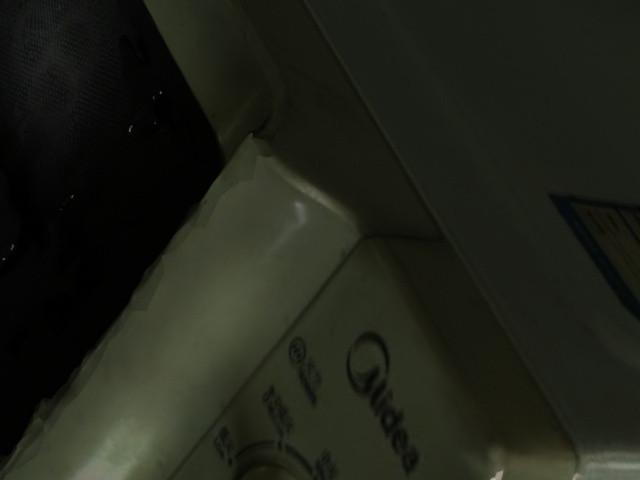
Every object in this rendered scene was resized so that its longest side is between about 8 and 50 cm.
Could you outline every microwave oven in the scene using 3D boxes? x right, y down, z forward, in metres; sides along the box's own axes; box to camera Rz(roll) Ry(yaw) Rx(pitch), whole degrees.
[{"bbox_3d":[0.000,0.000,0.592,0.286,0.355,0.218,7,132,-43],"label":"microwave oven"}]
